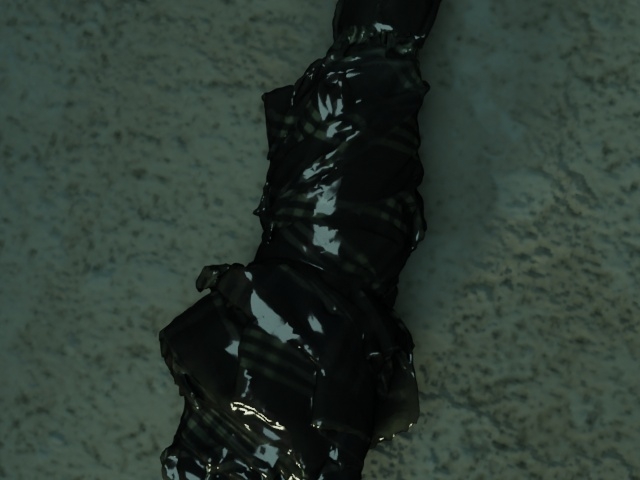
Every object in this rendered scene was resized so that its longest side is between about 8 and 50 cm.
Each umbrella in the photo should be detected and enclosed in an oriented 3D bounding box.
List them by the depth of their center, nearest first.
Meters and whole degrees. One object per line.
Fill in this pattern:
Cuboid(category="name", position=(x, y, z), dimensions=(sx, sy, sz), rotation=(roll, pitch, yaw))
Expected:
Cuboid(category="umbrella", position=(-0.012, 0.000, 1.125), dimensions=(0.154, 0.128, 0.336), rotation=(4, 81, -7))
